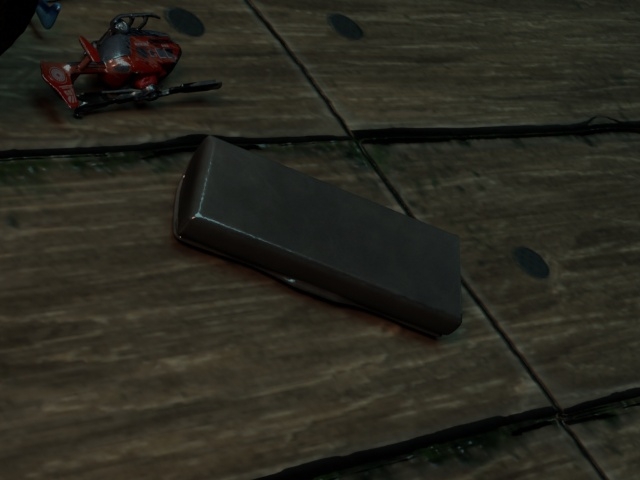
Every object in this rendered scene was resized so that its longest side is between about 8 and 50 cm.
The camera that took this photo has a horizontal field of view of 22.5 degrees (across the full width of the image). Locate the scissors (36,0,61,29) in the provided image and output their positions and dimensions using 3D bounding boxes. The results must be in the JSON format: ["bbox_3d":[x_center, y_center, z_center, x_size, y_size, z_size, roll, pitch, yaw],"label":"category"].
[{"bbox_3d":[-0.309,-0.272,1.064,0.393,0.032,0.180,45,34,11],"label":"scissors"}]

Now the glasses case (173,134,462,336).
[{"bbox_3d":[0.001,0.001,1.000,0.191,0.042,0.072,21,43,-21],"label":"glasses case"}]

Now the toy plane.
[{"bbox_3d":[-0.127,-0.110,1.027,0.145,0.037,0.060,-15,69,-55],"label":"toy plane"}]

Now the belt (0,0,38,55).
[{"bbox_3d":[-0.285,-0.156,0.814,0.289,0.184,0.164,1,52,-34],"label":"belt"}]
